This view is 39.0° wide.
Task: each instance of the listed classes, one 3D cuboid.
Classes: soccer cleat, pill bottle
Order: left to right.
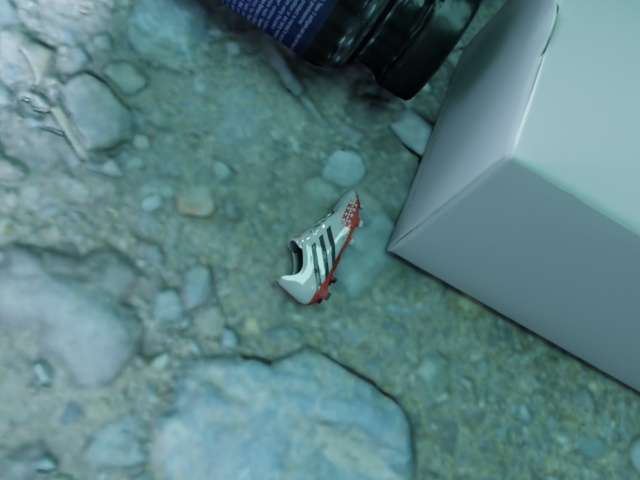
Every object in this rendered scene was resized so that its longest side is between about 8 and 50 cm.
[{"bbox_3d":[-0.009,-0.187,0.571,0.219,0.123,0.123,33,61,-8],"label":"pill bottle"},{"bbox_3d":[0.000,0.000,0.554,0.035,0.029,0.083,29,66,-14],"label":"soccer cleat"}]

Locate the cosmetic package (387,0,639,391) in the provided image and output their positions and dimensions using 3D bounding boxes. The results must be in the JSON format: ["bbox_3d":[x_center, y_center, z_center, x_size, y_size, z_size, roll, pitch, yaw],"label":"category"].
[{"bbox_3d":[0.254,-0.008,0.590,0.365,0.155,0.197,30,61,-9],"label":"cosmetic package"}]
